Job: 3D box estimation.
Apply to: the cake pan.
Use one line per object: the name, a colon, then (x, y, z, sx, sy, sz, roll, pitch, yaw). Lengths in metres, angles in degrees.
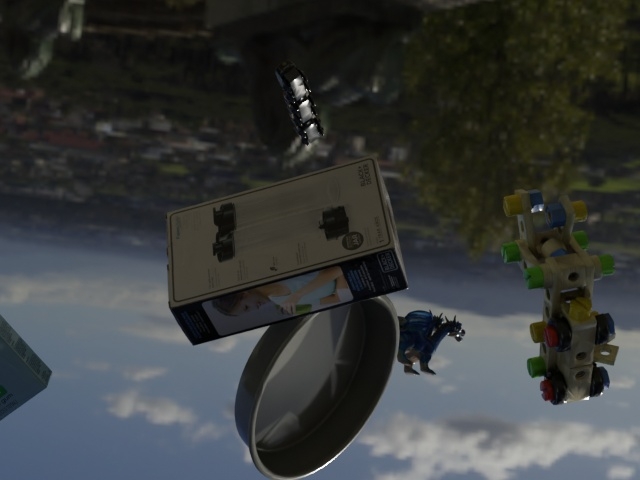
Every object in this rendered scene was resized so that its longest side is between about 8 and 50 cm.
cake pan: (-0.006, 0.187, 1.596, 0.054, 0.293, 0.293, 29, -168, 35)

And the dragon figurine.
dragon figurine: (0.174, 0.185, 2.342, 0.289, 0.144, 0.085, 23, 159, -39)

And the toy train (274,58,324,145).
toy train: (-0.022, -0.133, 1.138, 0.027, 0.036, 0.158, -36, 161, -5)

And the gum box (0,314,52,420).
gum box: (-0.386, 0.115, 1.156, 0.157, 0.184, 0.041, -35, -164, 8)

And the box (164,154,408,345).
box: (-0.047, 0.012, 1.494, 0.290, 0.169, 0.087, -16, 138, 6)

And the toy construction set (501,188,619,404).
toy construction set: (0.340, 0.100, 1.648, 0.151, 0.327, 0.215, -22, -141, 2)
